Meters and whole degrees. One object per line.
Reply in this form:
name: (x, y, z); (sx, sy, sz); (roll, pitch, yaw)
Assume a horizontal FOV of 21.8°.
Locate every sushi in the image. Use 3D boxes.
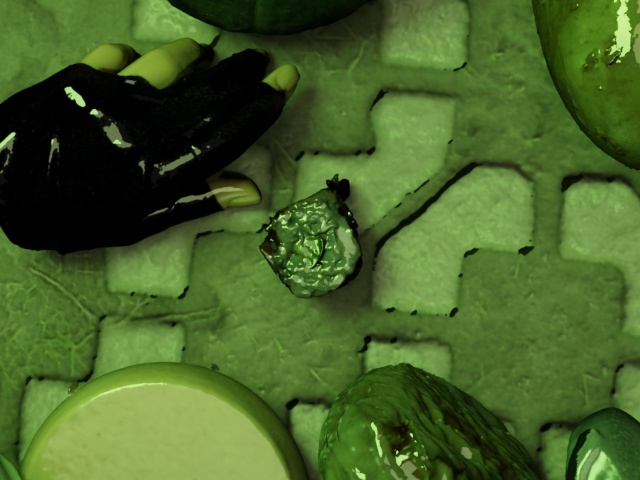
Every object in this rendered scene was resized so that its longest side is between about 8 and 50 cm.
sushi: (-0.001, 0.001, 1.502); (0.098, 0.084, 0.094); (-27, 89, 3)

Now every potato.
potato: (0.278, -0.201, 1.453); (0.173, 0.210, 0.307); (-23, 77, 41)

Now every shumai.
shumai: (0.075, 0.241, 1.439); (0.256, 0.189, 0.218); (28, 100, -37)

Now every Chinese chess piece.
Chinese chess piece: (-0.140, 0.241, 1.484); (0.273, 0.102, 0.273); (0, 89, 1)

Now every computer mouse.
computer mouse: (0.267, 0.332, 1.426); (0.114, 0.203, 0.374); (1, 84, 15)

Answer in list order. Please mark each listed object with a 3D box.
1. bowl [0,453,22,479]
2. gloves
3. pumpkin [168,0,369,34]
bowl: (-0.338, 0.274, 1.410); (0.163, 0.307, 0.307); (-11, 86, -32)
gloves: (-0.157, -0.087, 1.490); (0.301, 0.152, 0.197); (-32, 114, -14)
pumpkin: (-0.041, -0.327, 1.456); (0.300, 0.207, 0.300); (0, 96, -2)
